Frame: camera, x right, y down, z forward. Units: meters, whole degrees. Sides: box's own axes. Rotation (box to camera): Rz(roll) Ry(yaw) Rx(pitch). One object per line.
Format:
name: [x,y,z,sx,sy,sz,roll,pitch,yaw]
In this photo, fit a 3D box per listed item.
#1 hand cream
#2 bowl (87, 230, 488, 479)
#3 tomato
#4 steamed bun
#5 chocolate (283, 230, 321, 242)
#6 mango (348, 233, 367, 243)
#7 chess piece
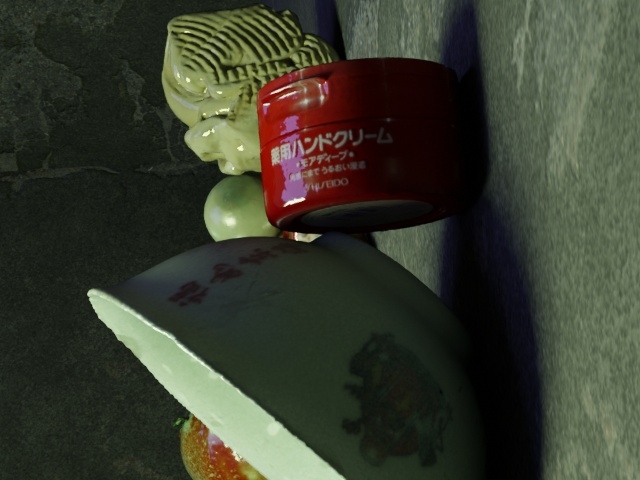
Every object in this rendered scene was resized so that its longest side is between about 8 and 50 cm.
hand cream: [0.038,-0.080,1.221,0.193,0.193,0.125,113,151,-78]
bowl: [0.012,0.120,1.239,0.196,0.434,0.435,-51,-5,-14]
tomato: [-0.073,0.325,2.229,0.239,0.303,0.303,57,170,6]
steamed bun: [-0.107,-0.219,2.110,0.203,0.289,0.276,84,-166,-55]
chocolate: [0.000,0.000,2.084,0.237,0.107,0.235,-112,21,-77]
mango: [0.035,0.044,1.874,0.184,0.084,0.102,-93,2,-60]
chess piece: [-0.096,0.016,2.277,0.330,0.182,0.182,68,-169,-52]
